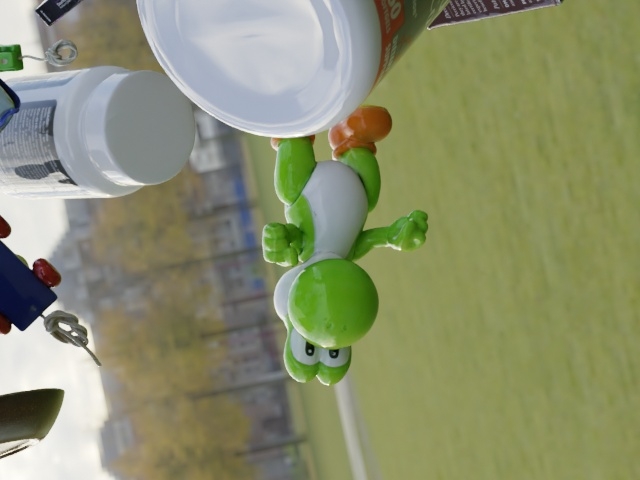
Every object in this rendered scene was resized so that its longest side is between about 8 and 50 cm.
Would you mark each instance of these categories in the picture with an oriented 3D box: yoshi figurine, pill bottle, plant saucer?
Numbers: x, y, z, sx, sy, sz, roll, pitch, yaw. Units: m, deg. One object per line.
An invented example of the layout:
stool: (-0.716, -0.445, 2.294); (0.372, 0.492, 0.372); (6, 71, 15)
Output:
yoshi figurine: (0.018, -0.006, 2.158); (0.203, 0.204, 0.362); (34, -126, -62)
pill bottle: (0.022, -0.259, 1.433); (0.363, 0.210, 0.210); (-51, -38, -44)
plant saucer: (-0.425, 0.229, 1.893); (0.310, 0.311, 0.050); (92, 161, -80)
pill bottle: (-0.291, -0.131, 2.131); (0.283, 0.161, 0.161); (1, 106, 48)

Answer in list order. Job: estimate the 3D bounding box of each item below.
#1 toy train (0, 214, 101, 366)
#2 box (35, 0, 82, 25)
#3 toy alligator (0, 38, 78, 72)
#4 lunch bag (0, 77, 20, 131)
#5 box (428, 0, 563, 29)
toy train: (-0.373, 0.059, 2.147); (0.248, 0.105, 0.143); (47, 178, -21)
box: (-0.240, -0.307, 1.918); (0.029, 0.116, 0.162); (47, 141, -13)
toy alligator: (-0.313, -0.165, 1.586); (0.051, 0.190, 0.056); (-93, -4, -75)
lunch bag: (-0.418, -0.168, 1.993); (0.129, 0.096, 0.151); (45, 174, -10)
box: (0.212, -0.391, 2.166); (0.167, 0.203, 0.168); (57, -134, -29)
